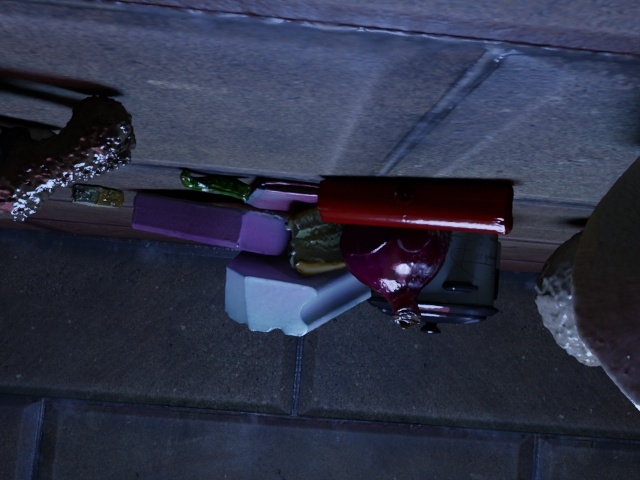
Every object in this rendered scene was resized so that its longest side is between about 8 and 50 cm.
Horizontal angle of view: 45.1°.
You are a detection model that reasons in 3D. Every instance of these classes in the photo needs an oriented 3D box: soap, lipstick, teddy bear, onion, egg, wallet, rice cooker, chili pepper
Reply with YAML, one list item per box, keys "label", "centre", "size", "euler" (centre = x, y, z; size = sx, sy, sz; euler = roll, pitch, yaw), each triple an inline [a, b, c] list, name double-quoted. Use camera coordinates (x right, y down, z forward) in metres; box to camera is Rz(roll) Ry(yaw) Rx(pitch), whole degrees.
- label: "soap"
  centre: [-0.210, -0.033, 1.488]
  size: [0.260, 0.081, 0.181]
  euler: [9, 178, 27]
- label: "lipstick"
  centre: [0.134, -0.051, 1.103]
  size: [0.280, 0.073, 0.073]
  euler: [3, 176, 22]
- label: "teddy bear"
  centre: [-0.303, -0.084, 0.738]
  size: [0.252, 0.129, 0.182]
  euler: [5, 174, -18]
- label: "onion"
  centre: [0.116, 0.034, 1.247]
  size: [0.140, 0.217, 0.195]
  euler: [13, 160, -39]
- label: "egg"
  centre: [0.540, 0.094, 1.376]
  size: [0.311, 0.279, 0.279]
  euler: [-8, 174, 8]
- label: "wallet"
  centre: [-0.063, -0.074, 1.307]
  size: [0.120, 0.025, 0.232]
  euler: [6, 176, -12]
- label: "rice cooker"
  centre: [0.211, 0.059, 1.425]
  size: [0.241, 0.226, 0.280]
  euler: [6, 175, -17]
- label: "soap"
  centre: [-0.034, 0.072, 1.592]
  size: [0.208, 0.114, 0.347]
  euler: [26, -149, 32]
- label: "chili pepper"
  centre: [-0.166, -0.089, 1.202]
  size: [0.118, 0.035, 0.055]
  euler: [17, 158, -24]

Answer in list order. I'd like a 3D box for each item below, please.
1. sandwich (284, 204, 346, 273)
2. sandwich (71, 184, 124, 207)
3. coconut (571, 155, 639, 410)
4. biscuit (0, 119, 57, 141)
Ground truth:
- label: "sandwich"
  centre: [0.000, 0.000, 1.362]
  size: [0.128, 0.122, 0.236]
  euler: [-16, 180, -3]
- label: "sandwich"
  centre: [-0.449, -0.086, 1.500]
  size: [0.105, 0.035, 0.093]
  euler: [4, 177, 32]
- label: "coconut"
  centre: [0.367, 0.038, 0.646]
  size: [0.298, 0.297, 0.309]
  euler: [3, 178, 21]
- label: "biscuit"
  centre: [-0.404, -0.120, 0.886]
  size: [0.219, 0.061, 0.055]
  euler: [7, 131, -36]
